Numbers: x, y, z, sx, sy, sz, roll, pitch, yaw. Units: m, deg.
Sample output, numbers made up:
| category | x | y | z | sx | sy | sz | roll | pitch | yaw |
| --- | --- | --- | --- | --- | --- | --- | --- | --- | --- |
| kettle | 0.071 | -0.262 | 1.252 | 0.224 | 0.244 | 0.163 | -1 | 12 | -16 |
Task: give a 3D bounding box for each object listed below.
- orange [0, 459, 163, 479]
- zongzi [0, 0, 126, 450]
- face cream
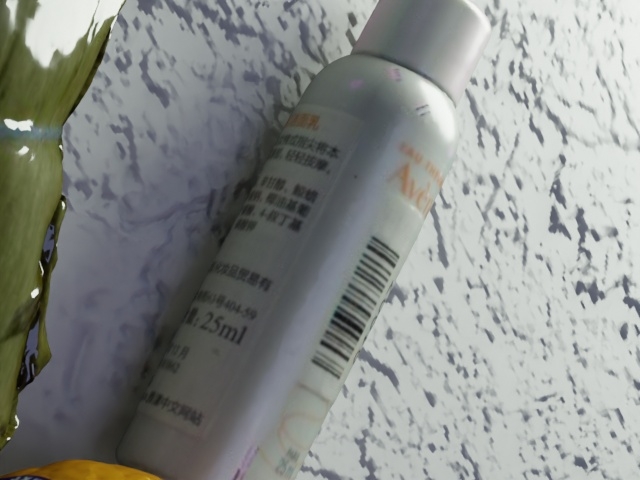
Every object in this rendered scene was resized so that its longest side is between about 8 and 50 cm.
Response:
| category | x | y | z | sx | sy | sz | roll | pitch | yaw |
| --- | --- | --- | --- | --- | --- | --- | --- | --- | --- |
| orange | -0.104 | 0.176 | 0.655 | 0.178 | 0.155 | 0.177 | -14 | 117 | -31 |
| zongzi | -0.182 | -0.123 | 0.527 | 0.323 | 0.160 | 0.360 | 34 | 77 | -52 |
| face cream | 0.000 | 0.000 | 0.751 | 0.082 | 0.082 | 0.269 | 34 | 78 | -36 |
